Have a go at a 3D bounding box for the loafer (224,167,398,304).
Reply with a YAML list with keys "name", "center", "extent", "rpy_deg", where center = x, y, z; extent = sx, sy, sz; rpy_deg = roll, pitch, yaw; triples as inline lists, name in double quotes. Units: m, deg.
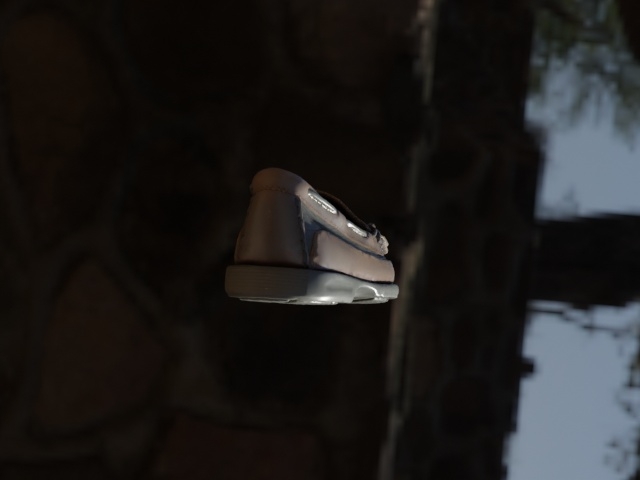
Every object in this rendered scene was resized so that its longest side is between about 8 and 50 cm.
- name: "loafer"
  center: [0.000, 0.000, 0.617]
  extent: [0.125, 0.045, 0.039]
  rpy_deg: [5, 88, -80]
